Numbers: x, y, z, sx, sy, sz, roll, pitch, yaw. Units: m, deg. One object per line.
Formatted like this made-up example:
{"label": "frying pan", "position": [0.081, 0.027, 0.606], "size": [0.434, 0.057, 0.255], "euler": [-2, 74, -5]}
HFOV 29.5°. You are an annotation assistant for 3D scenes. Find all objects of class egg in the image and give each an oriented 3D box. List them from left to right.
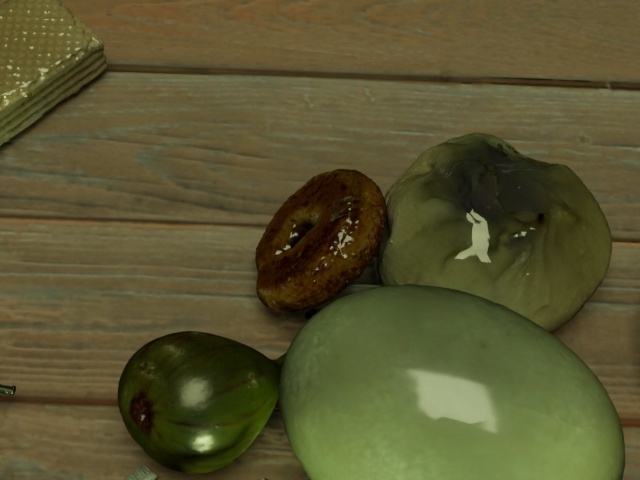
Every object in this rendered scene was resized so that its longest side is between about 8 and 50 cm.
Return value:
{"label": "egg", "position": [0.127, 0.182, 1.209], "size": [0.352, 0.258, 0.258], "euler": [17, 62, 8]}

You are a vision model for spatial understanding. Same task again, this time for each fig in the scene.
{"label": "fig", "position": [-0.088, 0.159, 1.313], "size": [0.259, 0.151, 0.151], "euler": [-13, 59, -40]}

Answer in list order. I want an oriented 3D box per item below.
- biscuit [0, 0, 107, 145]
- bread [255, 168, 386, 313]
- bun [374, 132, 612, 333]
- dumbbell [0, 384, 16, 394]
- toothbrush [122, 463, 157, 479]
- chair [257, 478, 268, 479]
{"label": "biscuit", "position": [-0.461, -0.146, 1.468], "size": [0.426, 0.078, 0.144], "euler": [-39, 70, -20]}
{"label": "bread", "position": [0.000, 0.000, 1.369], "size": [0.064, 0.193, 0.193], "euler": [41, 58, -29]}
{"label": "bun", "position": [0.193, -0.006, 1.368], "size": [0.273, 0.168, 0.273], "euler": [4, 56, -6]}
{"label": "dumbbell", "position": [-0.402, 0.149, 1.313], "size": [0.147, 0.069, 0.069], "euler": [11, 61, 4]}
{"label": "toothbrush", "position": [-0.271, 0.323, 1.251], "size": [0.024, 0.018, 0.257], "euler": [40, 67, 21]}
{"label": "chair", "position": [-0.155, 0.323, 1.206], "size": [0.229, 0.106, 0.113], "euler": [-9, 63, -8]}
